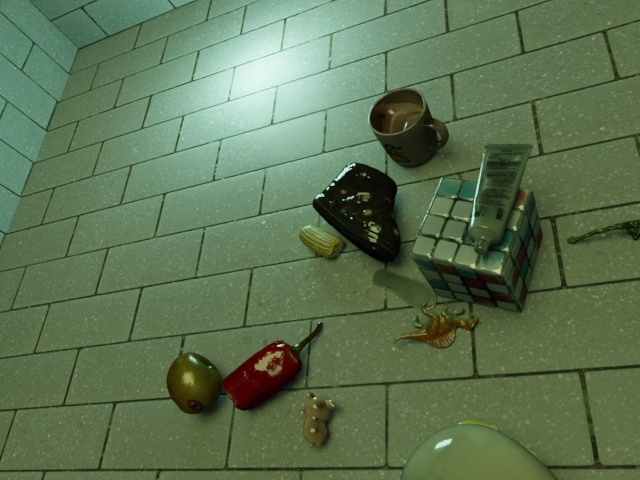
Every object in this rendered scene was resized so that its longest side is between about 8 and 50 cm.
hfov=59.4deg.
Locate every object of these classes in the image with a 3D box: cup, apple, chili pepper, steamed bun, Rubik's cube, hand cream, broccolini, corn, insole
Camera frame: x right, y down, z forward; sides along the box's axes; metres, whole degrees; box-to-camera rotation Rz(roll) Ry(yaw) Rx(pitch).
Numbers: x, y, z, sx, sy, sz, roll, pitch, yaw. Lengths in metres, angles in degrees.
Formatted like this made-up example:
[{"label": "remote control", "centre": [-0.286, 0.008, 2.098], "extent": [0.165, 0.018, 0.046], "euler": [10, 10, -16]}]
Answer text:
[{"label": "cup", "centre": [0.306, -0.354, 1.831], "extent": [0.252, 0.200, 0.192], "euler": [18, 71, 37]}, {"label": "apple", "centre": [-0.394, 0.446, 1.744], "extent": [0.182, 0.182, 0.155], "euler": [38, 91, 39]}, {"label": "chili pepper", "centre": [-0.126, 0.368, 1.671], "extent": [0.338, 0.131, 0.135], "euler": [-35, 60, 3]}, {"label": "steamed bun", "centre": [0.341, 0.570, 1.172], "extent": [0.334, 0.334, 0.374], "euler": [-47, 50, -4]}, {"label": "Rubik's cube", "centre": [0.427, 0.013, 1.505], "extent": [0.256, 0.253, 0.259], "euler": [11, 66, 34]}, {"label": "hand cream", "centre": [0.432, -0.110, 1.384], "extent": [0.124, 0.078, 0.341], "euler": [5, 57, 32]}, {"label": "broccolini", "centre": [0.753, -0.026, 1.479], "extent": [0.194, 0.052, 0.054], "euler": [-8, 54, 25]}, {"label": "corn", "centre": [0.000, 0.000, 1.871], "extent": [0.165, 0.063, 0.085], "euler": [31, 88, 40]}, {"label": "insole", "centre": [0.251, 0.141, 1.683], "extent": [0.232, 0.003, 0.080], "euler": [26, 76, 38]}]

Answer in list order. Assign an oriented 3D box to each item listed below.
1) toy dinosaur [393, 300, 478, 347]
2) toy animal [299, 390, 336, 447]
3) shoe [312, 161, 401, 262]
[{"label": "toy dinosaur", "centre": [0.320, 0.250, 1.559], "extent": [0.142, 0.057, 0.212], "euler": [42, 98, 20]}, {"label": "toy animal", "centre": [-0.008, 0.498, 1.556], "extent": [0.089, 0.083, 0.150], "euler": [142, 137, -63]}, {"label": "shoe", "centre": [0.156, -0.101, 1.778], "extent": [0.237, 0.171, 0.384], "euler": [-49, 43, -1]}]
